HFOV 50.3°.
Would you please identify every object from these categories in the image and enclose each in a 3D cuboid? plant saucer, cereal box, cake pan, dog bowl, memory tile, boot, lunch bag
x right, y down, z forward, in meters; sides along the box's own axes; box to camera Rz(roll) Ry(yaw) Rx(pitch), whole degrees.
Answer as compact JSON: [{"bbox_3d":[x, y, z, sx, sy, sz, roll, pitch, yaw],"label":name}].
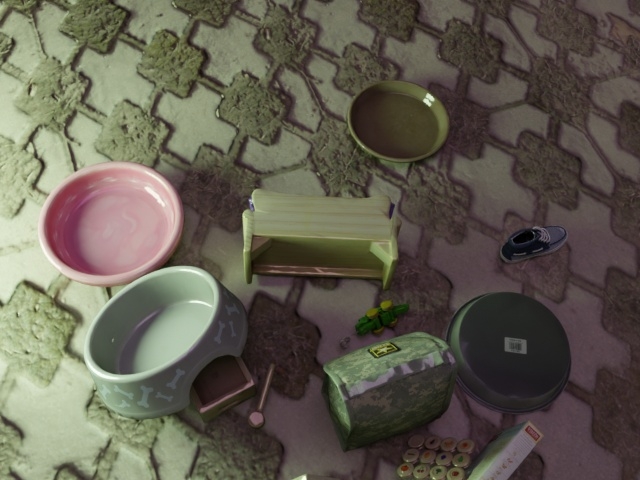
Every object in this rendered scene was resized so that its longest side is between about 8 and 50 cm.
[{"bbox_3d":[-0.487,-0.033,1.614,0.332,0.084,0.332,1,61,-3],"label":"plant saucer"},{"bbox_3d":[0.322,0.464,1.346,0.240,0.173,0.047,-39,77,-21],"label":"cereal box"},{"bbox_3d":[0.431,0.242,1.542,0.293,0.054,0.293,2,62,-3],"label":"cake pan"},{"bbox_3d":[-0.328,0.193,1.412,0.349,0.102,0.349,-13,40,12],"label":"dog bowl"},{"bbox_3d":[0.234,0.441,1.382,0.148,0.012,0.113,-7,29,34],"label":"memory tile"},{"bbox_3d":[0.533,-0.003,1.662,0.190,0.086,0.069,-22,65,-15],"label":"boot"},{"bbox_3d":[0.133,0.292,1.364,0.235,0.287,0.169,-16,64,-11],"label":"lunch bag"},{"bbox_3d":[0.209,-0.317,1.838,0.278,0.041,0.278,1,61,-2],"label":"plant saucer"}]

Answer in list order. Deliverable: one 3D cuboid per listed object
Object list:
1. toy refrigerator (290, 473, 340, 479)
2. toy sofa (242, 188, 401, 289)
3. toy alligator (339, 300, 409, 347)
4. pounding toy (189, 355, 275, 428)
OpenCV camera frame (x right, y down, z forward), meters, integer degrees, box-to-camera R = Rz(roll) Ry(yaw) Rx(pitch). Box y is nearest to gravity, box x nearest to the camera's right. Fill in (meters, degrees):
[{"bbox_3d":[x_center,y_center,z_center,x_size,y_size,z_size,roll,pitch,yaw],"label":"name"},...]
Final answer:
[{"bbox_3d":[0.000,0.584,1.265,0.102,0.094,0.269,26,42,-40],"label":"toy refrigerator"},{"bbox_3d":[0.000,0.000,1.591,0.362,0.150,0.177,2,57,-3],"label":"toy sofa"},{"bbox_3d":[0.114,0.184,1.557,0.190,0.056,0.051,-27,24,-15],"label":"toy alligator"},{"bbox_3d":[-0.178,0.313,1.440,0.181,0.094,0.206,-26,67,-16],"label":"pounding toy"}]
